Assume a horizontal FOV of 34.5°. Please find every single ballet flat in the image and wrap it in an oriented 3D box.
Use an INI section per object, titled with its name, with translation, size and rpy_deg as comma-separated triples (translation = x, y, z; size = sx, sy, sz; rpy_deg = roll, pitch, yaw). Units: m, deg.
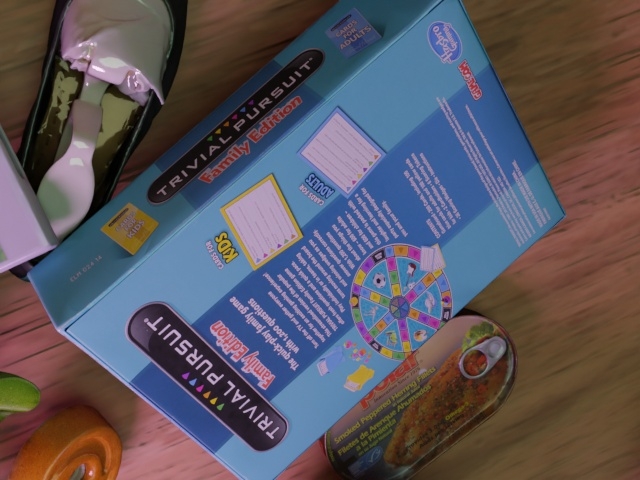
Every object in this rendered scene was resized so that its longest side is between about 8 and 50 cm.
[ballet flat]
translation = -0.153, -0.095, 0.720
size = 0.095, 0.096, 0.280
rpy_deg = 15, 98, -20

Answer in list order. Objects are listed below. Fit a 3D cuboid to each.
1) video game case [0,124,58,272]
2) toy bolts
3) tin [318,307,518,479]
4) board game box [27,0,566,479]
[video game case]
translation = -0.309, -0.039, 0.675
size = 0.212, 0.023, 0.193
rpy_deg = -25, 95, 4
[toy bolts]
translation = -0.287, 0.182, 0.757
size = 0.228, 0.158, 0.218
rpy_deg = -65, 152, -5
[tin]
translation = 0.082, 0.134, 0.887
size = 0.190, 0.040, 0.106
rpy_deg = -35, 115, -6
[board game box]
translation = 0.000, 0.000, 0.760
size = 0.336, 0.079, 0.254
rpy_deg = -41, 133, -4
